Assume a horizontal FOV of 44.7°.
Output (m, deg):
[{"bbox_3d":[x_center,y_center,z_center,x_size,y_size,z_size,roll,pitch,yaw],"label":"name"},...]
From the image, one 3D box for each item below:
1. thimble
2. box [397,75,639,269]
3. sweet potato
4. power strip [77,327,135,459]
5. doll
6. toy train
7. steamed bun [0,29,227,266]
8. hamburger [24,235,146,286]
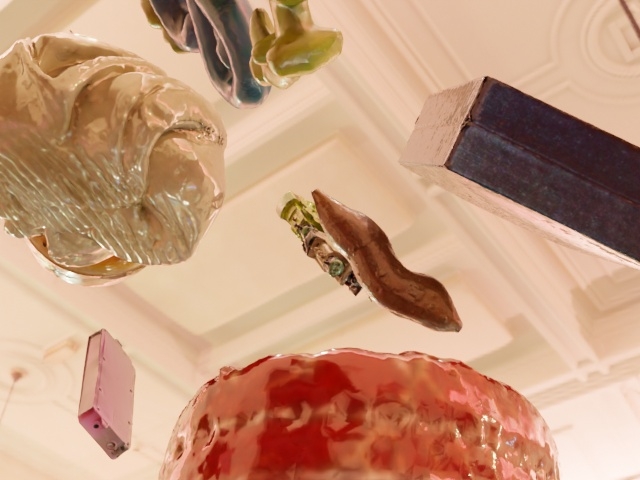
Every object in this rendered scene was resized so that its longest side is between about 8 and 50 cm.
[{"bbox_3d":[0.021,0.252,0.590,0.350,0.230,0.350,4,-38,3],"label":"thimble"},{"bbox_3d":[0.250,-0.070,0.877,0.279,0.261,0.116,25,-85,-6],"label":"box"},{"bbox_3d":[0.062,0.026,0.827,0.218,0.065,0.051,43,-28,8],"label":"sweet potato"},{"bbox_3d":[-0.369,0.259,1.355,0.037,0.279,0.109,-30,-63,3],"label":"power strip"},{"bbox_3d":[-0.096,-0.238,0.433,0.099,0.341,0.346,-33,-82,-12],"label":"doll"},{"bbox_3d":[0.000,0.000,1.184,0.085,0.249,0.053,25,-75,-29],"label":"toy train"},{"bbox_3d":[-0.296,-0.129,1.015,0.352,0.247,0.339,-15,-43,25],"label":"steamed bun"},{"bbox_3d":[-0.430,-0.057,1.499,0.300,0.300,0.176,23,-36,-20],"label":"hamburger"}]
